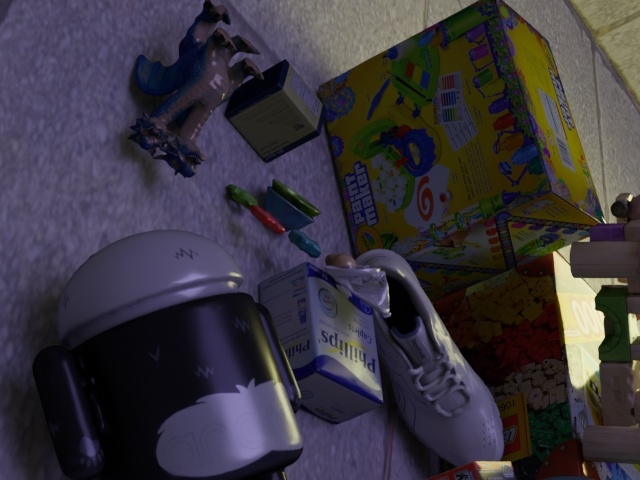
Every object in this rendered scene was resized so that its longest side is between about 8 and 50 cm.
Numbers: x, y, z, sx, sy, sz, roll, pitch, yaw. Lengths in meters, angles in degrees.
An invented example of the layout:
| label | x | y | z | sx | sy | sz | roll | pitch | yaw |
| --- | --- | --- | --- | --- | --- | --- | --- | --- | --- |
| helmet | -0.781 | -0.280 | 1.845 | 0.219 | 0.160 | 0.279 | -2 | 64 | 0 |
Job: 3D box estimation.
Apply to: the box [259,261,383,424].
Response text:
| label | x | y | z | sx | sy | sz | roll | pitch | yaw |
| --- | --- | --- | --- | --- | --- | --- | --- | --- | --- |
| box | 0.001 | 0.113 | 1.394 | 0.126 | 0.072 | 0.137 | 32 | 42 | -45 |

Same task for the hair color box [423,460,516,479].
| label | x | y | z | sx | sy | sz | roll | pitch | yaw |
| --- | --- | --- | --- | --- | --- | --- | --- | --- | --- |
| hair color box | 0.119 | 0.284 | 1.355 | 0.093 | 0.167 | 0.053 | 16 | 54 | -56 |

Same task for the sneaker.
| label | x | y | z | sx | sy | sz | roll | pitch | yaw |
| --- | --- | --- | --- | --- | --- | --- | --- | --- | --- |
| sneaker | 0.119 | 0.148 | 1.498 | 0.297 | 0.111 | 0.129 | 57 | 0 | 1 |

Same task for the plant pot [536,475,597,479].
| label | x | y | z | sx | sy | sz | roll | pitch | yaw |
| --- | --- | --- | --- | --- | --- | --- | --- | --- | --- |
| plant pot | 0.276 | 0.389 | 1.408 | 0.293 | 0.293 | 0.196 | 49 | 30 | -27 |

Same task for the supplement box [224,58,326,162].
| label | x | y | z | sx | sy | sz | roll | pitch | yaw |
| --- | --- | --- | --- | --- | --- | --- | --- | --- | --- |
| supplement box | -0.052 | -0.152 | 1.507 | 0.083 | 0.083 | 0.056 | 48 | 32 | -27 |

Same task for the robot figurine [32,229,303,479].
| label | x | y | z | sx | sy | sz | roll | pitch | yaw |
| --- | --- | --- | --- | --- | --- | --- | --- | --- | --- |
| robot figurine | -0.119 | 0.129 | 1.073 | 0.209 | 0.173 | 0.278 | 45 | 24 | -79 |

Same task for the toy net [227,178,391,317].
| label | x | y | z | sx | sy | sz | roll | pitch | yaw |
| --- | --- | --- | --- | --- | --- | --- | --- | --- | --- |
| toy net | 0.000 | 0.000 | 1.400 | 0.232 | 0.045 | 0.122 | 40 | 4 | 34 |

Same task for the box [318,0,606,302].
| label | x | y | z | sx | sy | sz | roll | pitch | yaw |
| --- | --- | --- | --- | --- | --- | --- | --- | --- | --- |
| box | 0.179 | -0.111 | 1.663 | 0.177 | 0.279 | 0.290 | 24 | 49 | -53 |

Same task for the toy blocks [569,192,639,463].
| label | x | y | z | sx | sy | sz | roll | pitch | yaw |
| --- | --- | --- | --- | --- | --- | --- | --- | --- | --- |
| toy blocks | 0.459 | 0.095 | 1.501 | 0.309 | 0.260 | 0.289 | -29 | 114 | -63 |

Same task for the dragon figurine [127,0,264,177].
| label | x | y | z | sx | sy | sz | roll | pitch | yaw |
| --- | --- | --- | --- | --- | --- | --- | --- | --- | --- |
| dragon figurine | -0.143 | -0.175 | 1.366 | 0.085 | 0.144 | 0.289 | 44 | 14 | -30 |

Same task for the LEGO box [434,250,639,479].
| label | x | y | z | sx | sy | sz | roll | pitch | yaw |
| --- | --- | --- | --- | --- | --- | --- | --- | --- | --- |
| LEGO box | 0.371 | 0.301 | 1.748 | 0.500 | 0.193 | 0.372 | 41 | 35 | -37 |
